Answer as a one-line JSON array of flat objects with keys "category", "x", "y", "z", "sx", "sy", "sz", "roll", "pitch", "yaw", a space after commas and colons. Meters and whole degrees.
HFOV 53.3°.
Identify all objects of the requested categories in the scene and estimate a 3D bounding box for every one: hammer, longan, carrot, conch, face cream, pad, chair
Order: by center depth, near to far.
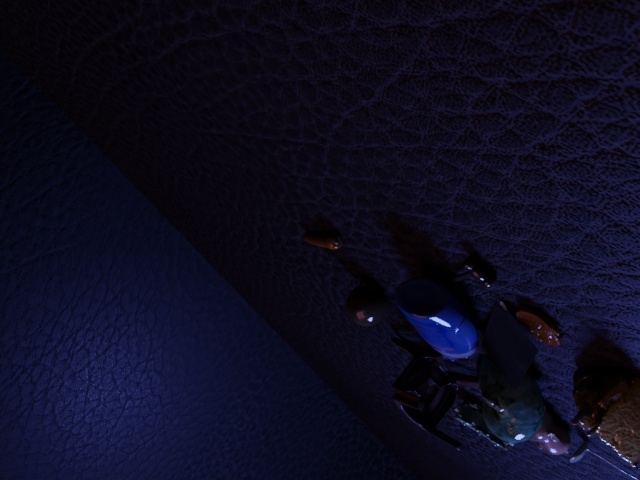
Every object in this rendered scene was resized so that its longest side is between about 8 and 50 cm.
[{"category": "pad", "x": 0.345, "y": 0.197, "z": 1.179, "sx": 0.116, "sy": 0.004, "sz": 0.193, "roll": 59, "pitch": 164, "yaw": 32}, {"category": "hammer", "x": 0.244, "y": 0.078, "z": 1.196, "sx": 0.058, "sy": 0.029, "sz": 0.292, "roll": 44, "pitch": 165, "yaw": 1}, {"category": "face cream", "x": 0.244, "y": 0.168, "z": 1.277, "sx": 0.149, "sy": 0.083, "sz": 0.264, "roll": 19, "pitch": 161, "yaw": 36}, {"category": "conch", "x": 0.389, "y": 0.325, "z": 1.318, "sx": 0.188, "sy": 0.122, "sz": 0.175, "roll": 69, "pitch": 176, "yaw": -56}, {"category": "carrot", "x": 0.000, "y": 0.000, "z": 1.514, "sx": 0.037, "sy": 0.037, "sz": 0.190, "roll": 48, "pitch": 163, "yaw": -19}, {"category": "longan", "x": 0.113, "y": 0.150, "z": 1.549, "sx": 0.106, "sy": 0.106, "sz": 0.119, "roll": 12, "pitch": 105, "yaw": 58}, {"category": "chair", "x": 0.257, "y": 0.361, "z": 1.588, "sx": 0.175, "sy": 0.183, "sz": 0.326, "roll": 47, "pitch": 161, "yaw": -13}]

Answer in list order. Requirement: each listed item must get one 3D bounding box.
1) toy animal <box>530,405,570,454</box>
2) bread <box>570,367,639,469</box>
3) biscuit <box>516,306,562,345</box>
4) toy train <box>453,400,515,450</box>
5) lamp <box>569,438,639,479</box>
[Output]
[{"category": "toy animal", "x": 0.492, "y": 0.416, "z": 1.400, "sx": 0.083, "sy": 0.089, "sz": 0.150, "roll": -30, "pitch": 107, "yaw": 40}, {"category": "bread", "x": 0.495, "y": 0.273, "z": 1.057, "sx": 0.147, "sy": 0.127, "sz": 0.152, "roll": 41, "pitch": -164, "yaw": -3}, {"category": "biscuit", "x": 0.375, "y": 0.145, "z": 1.083, "sx": 0.091, "sy": 0.015, "sz": 0.078, "roll": 49, "pitch": 160, "yaw": -23}, {"category": "toy train", "x": 0.442, "y": 0.492, "z": 1.706, "sx": 0.176, "sy": 0.074, "sz": 0.118, "roll": 29, "pitch": 169, "yaw": 23}, {"category": "lamp", "x": 0.626, "y": 0.492, "z": 1.329, "sx": 0.198, "sy": 0.056, "sz": 0.050, "roll": 29, "pitch": 156, "yaw": 27}]
